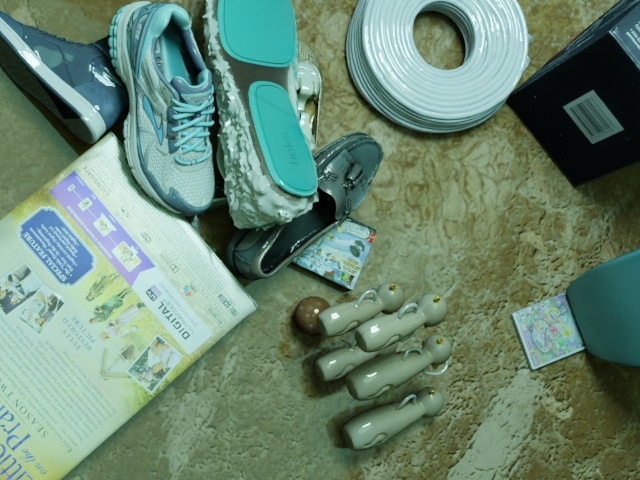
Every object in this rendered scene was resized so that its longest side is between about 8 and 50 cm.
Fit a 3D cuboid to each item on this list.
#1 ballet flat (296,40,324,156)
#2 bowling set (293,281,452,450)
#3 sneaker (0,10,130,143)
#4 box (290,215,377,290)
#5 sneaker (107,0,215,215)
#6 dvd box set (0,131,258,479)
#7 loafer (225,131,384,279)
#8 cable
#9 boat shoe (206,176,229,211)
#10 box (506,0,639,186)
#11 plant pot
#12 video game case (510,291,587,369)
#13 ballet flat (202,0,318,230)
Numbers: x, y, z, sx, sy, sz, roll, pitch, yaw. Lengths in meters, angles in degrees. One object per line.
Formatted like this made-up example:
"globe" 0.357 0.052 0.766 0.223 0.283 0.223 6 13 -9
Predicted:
"ballet flat" -0.025 -0.182 1.659 0.073 0.067 0.206 3 82 -17
"bowling set" 0.072 0.121 1.596 0.154 0.287 0.200 -21 55 -22
"sneaker" -0.323 -0.253 1.586 0.226 0.086 0.163 43 66 3
"box" 0.000 0.000 1.663 0.137 0.027 0.094 26 79 -10
"sneaker" -0.187 -0.165 1.518 0.110 0.122 0.283 -25 105 -38
"dvd box set" -0.334 0.107 1.545 0.420 0.062 0.308 -42 95 -16
"loafer" -0.005 -0.039 1.599 0.267 0.084 0.096 -43 116 -13
"cable" 0.169 -0.281 1.711 0.257 0.089 0.257 41 75 -7
"boat shoe" -0.124 -0.068 1.631 0.133 0.049 0.042 -14 82 -18
"box" 0.476 -0.262 1.659 0.312 0.343 0.179 -40 93 -16
"plant pot" 0.463 0.081 1.661 0.165 0.234 0.166 -20 89 -28
"video game case" 0.345 0.127 1.747 0.122 0.011 0.087 -19 88 -16
"ballet flat" -0.103 -0.194 1.592 0.147 0.147 0.409 -1 62 -15
